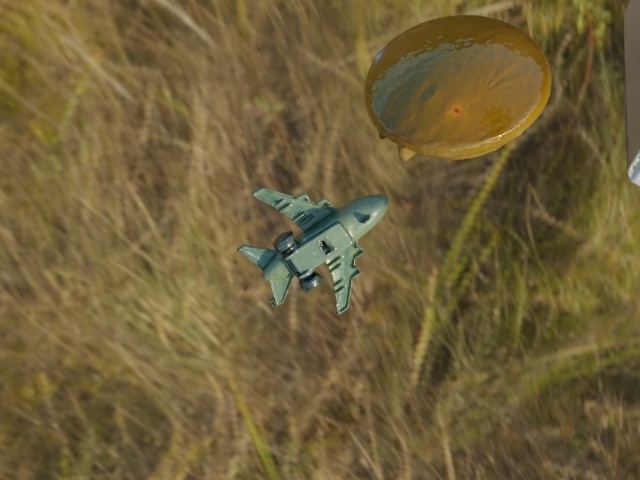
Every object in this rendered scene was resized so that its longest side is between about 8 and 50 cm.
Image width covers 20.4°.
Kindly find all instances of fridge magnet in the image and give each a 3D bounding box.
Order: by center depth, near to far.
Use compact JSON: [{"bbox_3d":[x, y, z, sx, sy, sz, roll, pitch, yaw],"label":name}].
[{"bbox_3d":[0.104,-0.114,1.344,0.143,0.063,0.143,-6,48,7],"label":"fridge magnet"}]

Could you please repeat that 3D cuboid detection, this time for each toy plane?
[{"bbox_3d":[0.000,0.001,0.912,0.083,0.033,0.080,-31,104,15],"label":"toy plane"}]

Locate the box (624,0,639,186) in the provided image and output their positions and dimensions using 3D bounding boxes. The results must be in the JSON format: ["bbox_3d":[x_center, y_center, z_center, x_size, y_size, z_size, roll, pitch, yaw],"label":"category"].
[{"bbox_3d":[0.292,-0.057,0.966,0.252,0.203,0.106,27,122,-6],"label":"box"}]
